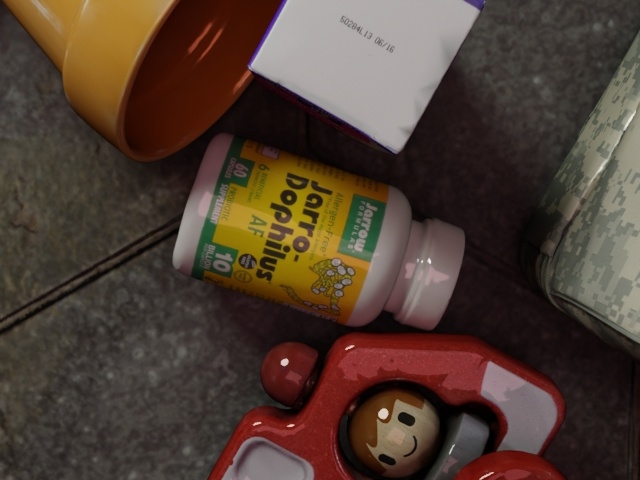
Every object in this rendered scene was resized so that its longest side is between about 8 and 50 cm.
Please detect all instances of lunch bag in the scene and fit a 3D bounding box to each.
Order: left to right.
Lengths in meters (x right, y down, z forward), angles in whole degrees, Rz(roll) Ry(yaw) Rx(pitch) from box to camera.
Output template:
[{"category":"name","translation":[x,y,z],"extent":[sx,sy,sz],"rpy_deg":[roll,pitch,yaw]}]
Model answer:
[{"category":"lunch bag","translation":[0.307,-0.029,0.705],"extent":[0.212,0.256,0.305],"rpy_deg":[30,95,-4]}]

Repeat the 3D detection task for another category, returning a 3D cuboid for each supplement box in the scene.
[{"category":"supplement box","translation":[0.026,-0.137,0.704],"extent":[0.111,0.220,0.114],"rpy_deg":[29,96,-4]}]

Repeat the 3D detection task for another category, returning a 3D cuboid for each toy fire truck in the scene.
[{"category":"toy fire truck","translation":[0.040,0.204,0.762],"extent":[0.254,0.169,0.302],"rpy_deg":[28,98,-4]}]

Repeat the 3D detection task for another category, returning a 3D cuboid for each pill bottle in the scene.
[{"category":"pill bottle","translation":[0.000,0.000,0.770],"extent":[0.208,0.117,0.117],"rpy_deg":[18,96,-3]}]

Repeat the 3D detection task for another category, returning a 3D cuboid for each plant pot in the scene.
[{"category":"plant pot","translation":[-0.144,-0.193,0.716],"extent":[0.188,0.205,0.205],"rpy_deg":[38,94,10]}]
